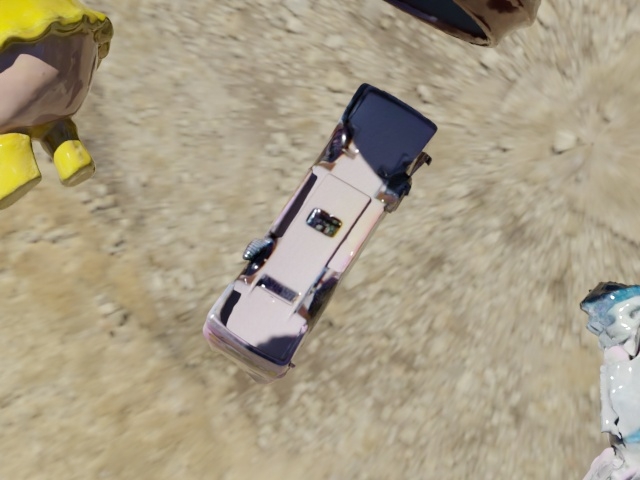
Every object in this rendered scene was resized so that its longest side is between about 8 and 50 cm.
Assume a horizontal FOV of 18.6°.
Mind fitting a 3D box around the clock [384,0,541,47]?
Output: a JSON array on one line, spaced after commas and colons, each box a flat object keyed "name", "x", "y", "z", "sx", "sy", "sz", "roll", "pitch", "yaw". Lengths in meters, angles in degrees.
[{"name": "clock", "x": 0.021, "y": -0.246, "z": 1.379, "sx": 0.318, "sy": 0.318, "sz": 0.080, "roll": 33, "pitch": 90, "yaw": 5}]

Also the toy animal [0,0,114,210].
[{"name": "toy animal", "x": -0.202, "y": -0.133, "z": 1.131, "sx": 0.156, "sy": 0.156, "sz": 0.229, "roll": -26, "pitch": 87, "yaw": 8}]

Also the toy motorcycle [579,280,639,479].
[{"name": "toy motorcycle", "x": 0.262, "y": 0.120, "z": 1.556, "sx": 0.239, "sy": 0.108, "sz": 0.204, "roll": -46, "pitch": 49, "yaw": 6}]

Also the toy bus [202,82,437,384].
[{"name": "toy bus", "x": -0.001, "y": 0.000, "z": 1.697, "sx": 0.090, "sy": 0.112, "sz": 0.274, "roll": 32, "pitch": 66, "yaw": 4}]
